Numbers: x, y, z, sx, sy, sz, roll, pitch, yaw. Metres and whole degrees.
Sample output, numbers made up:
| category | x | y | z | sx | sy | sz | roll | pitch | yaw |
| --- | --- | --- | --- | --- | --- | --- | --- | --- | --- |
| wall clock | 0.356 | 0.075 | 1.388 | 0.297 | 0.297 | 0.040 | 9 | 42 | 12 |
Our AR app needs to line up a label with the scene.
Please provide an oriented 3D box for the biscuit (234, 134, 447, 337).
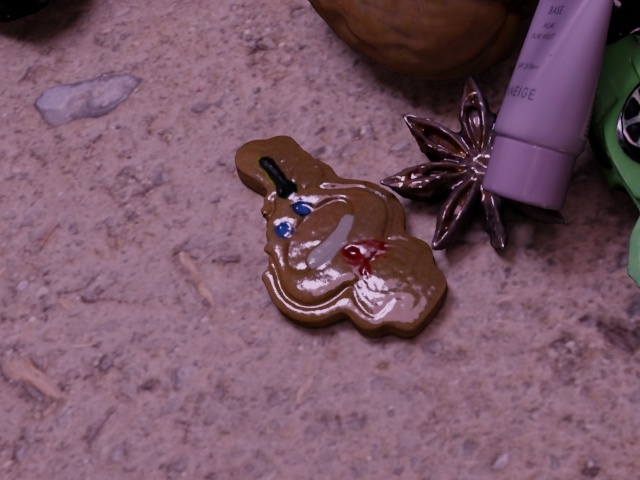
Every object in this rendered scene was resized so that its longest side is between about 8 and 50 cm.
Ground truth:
| category | x | y | z | sx | sy | sz | roll | pitch | yaw |
| --- | --- | --- | --- | --- | --- | --- | --- | --- | --- |
| biscuit | 0.006 | -0.008 | 1.437 | 0.183 | 0.047 | 0.319 | -27 | 59 | -10 |

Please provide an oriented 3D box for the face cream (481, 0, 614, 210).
| category | x | y | z | sx | sy | sz | roll | pitch | yaw |
| --- | --- | --- | --- | --- | --- | --- | --- | --- | --- |
| face cream | 0.248 | -0.173 | 1.325 | 0.096 | 0.154 | 0.273 | 13 | 96 | -14 |

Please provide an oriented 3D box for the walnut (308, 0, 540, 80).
| category | x | y | z | sx | sy | sz | roll | pitch | yaw |
| --- | --- | --- | --- | --- | --- | --- | --- | --- | --- |
| walnut | 0.115 | -0.361 | 1.482 | 0.306 | 0.306 | 0.344 | -41 | 67 | -14 |

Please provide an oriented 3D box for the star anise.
| category | x | y | z | sx | sy | sz | roll | pitch | yaw |
| --- | --- | --- | --- | --- | --- | --- | --- | --- | --- |
| star anise | 0.196 | -0.093 | 1.432 | 0.230 | 0.081 | 0.262 | 33 | 81 | 24 |

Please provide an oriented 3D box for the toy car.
| category | x | y | z | sx | sy | sz | roll | pitch | yaw |
| --- | --- | --- | --- | --- | --- | --- | --- | --- | --- |
| toy car | 0.376 | -0.122 | 1.362 | 0.213 | 0.176 | 0.358 | 11 | 44 | -35 |

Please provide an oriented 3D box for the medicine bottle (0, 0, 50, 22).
| category | x | y | z | sx | sy | sz | roll | pitch | yaw |
| --- | --- | --- | --- | --- | --- | --- | --- | --- | --- |
| medicine bottle | -0.357 | -0.485 | 1.655 | 0.243 | 0.242 | 0.395 | 24 | 59 | 20 |
